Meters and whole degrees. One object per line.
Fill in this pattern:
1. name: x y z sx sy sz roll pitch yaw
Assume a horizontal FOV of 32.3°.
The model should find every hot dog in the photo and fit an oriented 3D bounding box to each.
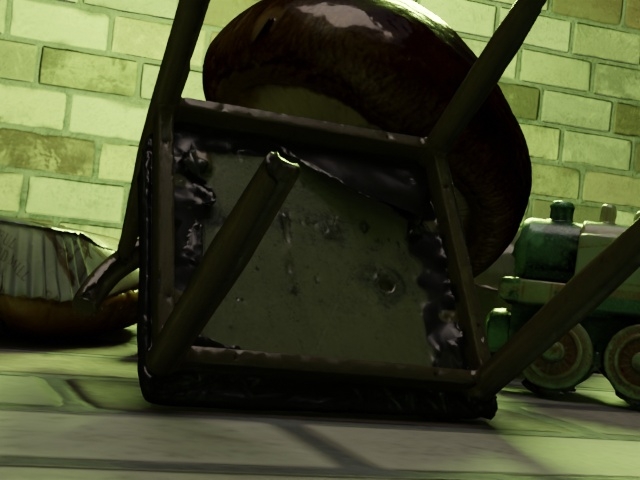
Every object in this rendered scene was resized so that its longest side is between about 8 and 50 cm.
1. hot dog: -0.183 0.025 0.748 0.144 0.075 0.268 10 -4 9

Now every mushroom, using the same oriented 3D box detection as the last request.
1. mushroom: 0.032 -0.066 0.683 0.194 0.138 0.231 -1 -37 12

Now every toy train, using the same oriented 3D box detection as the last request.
1. toy train: 0.197 0.038 0.662 0.193 0.125 0.081 6 -5 18

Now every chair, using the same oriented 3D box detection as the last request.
1. chair: 0.000 0.000 0.513 0.188 0.166 0.272 6 -35 -21

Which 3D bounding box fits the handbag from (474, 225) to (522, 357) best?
1. handbag: 0.143 0.044 0.873 0.182 0.117 0.270 17 -2 22
